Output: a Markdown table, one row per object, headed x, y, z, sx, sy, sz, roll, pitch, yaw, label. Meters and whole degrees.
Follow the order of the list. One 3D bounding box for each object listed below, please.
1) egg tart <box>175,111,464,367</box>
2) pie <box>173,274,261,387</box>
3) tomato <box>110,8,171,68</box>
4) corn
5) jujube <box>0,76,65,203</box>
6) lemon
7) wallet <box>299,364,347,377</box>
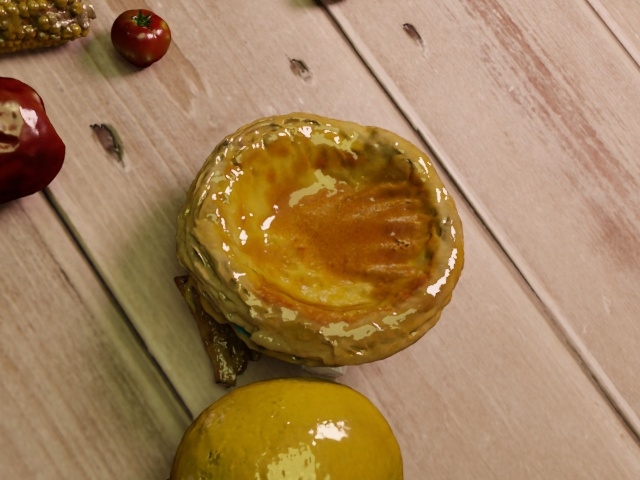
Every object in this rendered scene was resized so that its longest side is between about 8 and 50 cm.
| x | y | z | sx | sy | sz | roll | pitch | yaw | label |
| --- | --- | --- | --- | --- | --- | --- | --- | --- | --- |
| 0.000 | 0.000 | 0.909 | 0.387 | 0.169 | 0.388 | 2 | 60 | -3 | egg tart |
| -0.130 | 0.114 | 0.919 | 0.092 | 0.034 | 0.170 | -15 | 69 | -22 | pie |
| -0.268 | -0.299 | 1.008 | 0.087 | 0.075 | 0.087 | 7 | 54 | -9 | tomato |
| -0.470 | -0.295 | 0.923 | 0.320 | 0.097 | 0.097 | -19 | 77 | -23 | corn |
| -0.432 | -0.102 | 0.829 | 0.230 | 0.155 | 0.155 | -36 | 85 | -26 | jujube |
| -0.036 | 0.272 | 0.782 | 0.263 | 0.236 | 0.236 | -25 | 79 | -6 | lemon |
| 0.016 | 0.103 | 0.976 | 0.095 | 0.033 | 0.190 | 25 | 63 | -7 | wallet |
